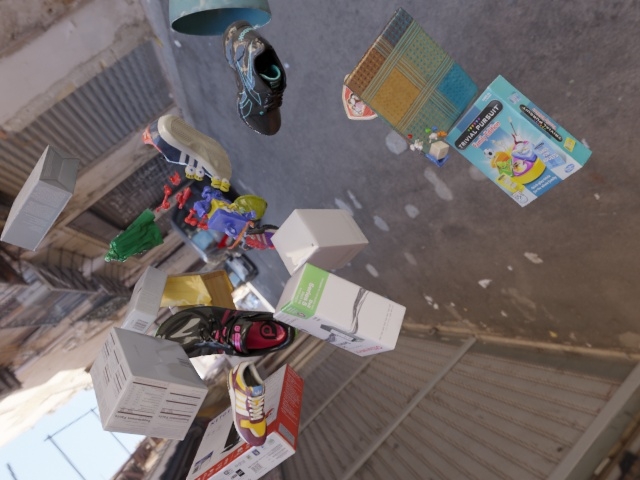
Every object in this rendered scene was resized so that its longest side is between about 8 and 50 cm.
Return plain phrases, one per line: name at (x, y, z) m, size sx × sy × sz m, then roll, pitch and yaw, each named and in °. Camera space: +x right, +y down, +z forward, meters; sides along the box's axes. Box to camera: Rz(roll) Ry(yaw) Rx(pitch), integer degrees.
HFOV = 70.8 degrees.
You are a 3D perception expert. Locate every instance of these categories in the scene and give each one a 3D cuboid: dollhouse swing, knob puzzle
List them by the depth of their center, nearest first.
knob puzzle at (0.147, -0.475, 1.448) m, size 0.213 × 0.213 × 0.030 m, roll 43°, pitch -159°, yaw 15°
dollhouse swing at (-0.521, 0.288, 1.911) m, size 0.347 × 0.315 × 0.304 m, roll -14°, pitch -81°, yaw -86°

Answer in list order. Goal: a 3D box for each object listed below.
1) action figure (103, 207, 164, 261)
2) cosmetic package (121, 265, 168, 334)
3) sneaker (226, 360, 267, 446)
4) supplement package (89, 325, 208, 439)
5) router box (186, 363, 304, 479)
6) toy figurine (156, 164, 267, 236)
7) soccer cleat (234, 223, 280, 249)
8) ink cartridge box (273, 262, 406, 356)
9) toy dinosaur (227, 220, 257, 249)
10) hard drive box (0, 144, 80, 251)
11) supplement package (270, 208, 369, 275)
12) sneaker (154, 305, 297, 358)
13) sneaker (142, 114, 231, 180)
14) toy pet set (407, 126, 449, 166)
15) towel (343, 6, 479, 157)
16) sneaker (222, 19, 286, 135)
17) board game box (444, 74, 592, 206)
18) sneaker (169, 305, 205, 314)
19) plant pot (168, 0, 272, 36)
action figure at (-0.628, 0.003, 1.495) m, size 0.064 × 0.232 × 0.137 m, roll -10°, pitch 113°, yaw 26°
cosmetic package at (-0.618, 0.210, 1.590) m, size 0.086 × 0.117 × 0.231 m, roll 29°, pitch -153°, yaw -27°
sneaker at (-0.156, 0.364, 1.010) m, size 0.084 × 0.070 × 0.185 m, roll -40°, pitch 65°, yaw 41°
supplement package at (-0.444, 0.360, 1.151) m, size 0.204 × 0.145 × 0.262 m, roll 27°, pitch 180°, yaw -36°
router box at (-0.204, 0.538, 1.242) m, size 0.082 × 0.335 × 0.301 m, roll 48°, pitch -169°, yaw -11°
toy figurine at (-0.298, -0.059, 1.403) m, size 0.363 × 0.191 × 0.217 m, roll 21°, pitch -157°, yaw -45°
soccer cleat at (-0.281, -0.008, 2.006) m, size 0.109 × 0.116 × 0.318 m, roll 16°, pitch -170°, yaw 26°
ink cartridge box at (0.042, 0.181, 1.126) m, size 0.273 × 0.114 × 0.198 m, roll 25°, pitch 156°, yaw -9°
toy dinosaur at (-0.215, -0.015, 1.273) m, size 0.047 × 0.090 × 0.082 m, roll -145°, pitch 54°, yaw -60°
hard drive box at (-0.770, -0.117, 1.243) m, size 0.089 × 0.232 × 0.181 m, roll 29°, pitch -153°, yaw -38°
supplement package at (0.000, 0.000, 1.676) m, size 0.293 × 0.177 × 0.175 m, roll -4°, pitch -125°, yaw -49°
sneaker at (-0.309, 0.304, 1.516) m, size 0.202 × 0.483 × 0.185 m, roll 146°, pitch 120°, yaw -72°
sneaker at (-0.460, -0.304, 1.570) m, size 0.148 × 0.131 × 0.350 m, roll -13°, pitch 150°, yaw 26°
toy pet set at (0.331, -0.275, 1.342) m, size 0.114 × 0.122 × 0.065 m, roll 46°, pitch 145°, yaw 36°
towel at (0.283, -0.465, 1.365) m, size 0.370 × 0.271 × 0.040 m, roll 33°, pitch -169°, yaw -24°
sneaker at (-0.124, -0.316, 0.945) m, size 0.106 × 0.101 × 0.267 m, roll 34°, pitch 159°, yaw 28°
board game box at (0.575, -0.285, 1.353) m, size 0.336 × 0.079 × 0.254 m, roll 42°, pitch 154°, yaw 5°
sneaker at (-0.532, 0.341, 1.940) m, size 0.281 × 0.105 × 0.115 m, roll 32°, pitch -158°, yaw -38°
plant pot at (-0.297, -0.722, 1.282) m, size 0.290 × 0.290 × 0.195 m, roll 20°, pitch 120°, yaw 63°
